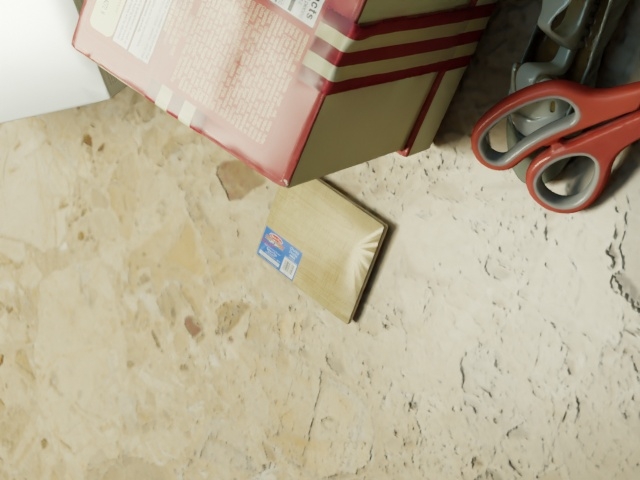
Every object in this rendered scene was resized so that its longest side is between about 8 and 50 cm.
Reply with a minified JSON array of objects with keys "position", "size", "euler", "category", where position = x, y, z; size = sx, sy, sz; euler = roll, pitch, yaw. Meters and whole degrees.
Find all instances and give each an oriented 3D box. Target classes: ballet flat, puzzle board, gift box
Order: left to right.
[{"position":[-0.013,-0.222,1.173],"size":[0.276,0.258,0.255],"euler":[39,119,19],"category":"gift box"},{"position":[0.000,0.000,1.338],"size":[0.128,0.011,0.096],"euler":[36,116,37],"category":"puzzle board"},{"position":[0.174,-0.140,1.135],"size":[0.072,0.068,0.213],"euler":[35,114,35],"category":"ballet flat"}]

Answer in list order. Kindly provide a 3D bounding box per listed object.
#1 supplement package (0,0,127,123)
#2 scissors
[{"position":[-0.305,-0.224,1.430],"size":[0.262,0.145,0.204],"euler":[-9,111,26],"category":"supplement package"},{"position":[0.236,-0.105,1.070],"size":[0.109,0.021,0.297],"euler":[46,131,-16],"category":"scissors"}]
